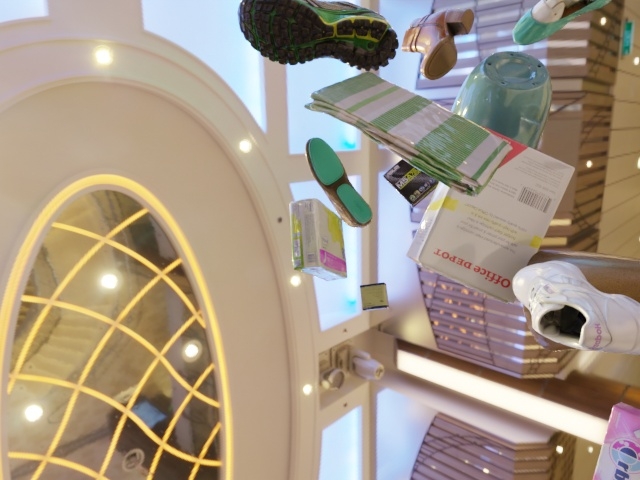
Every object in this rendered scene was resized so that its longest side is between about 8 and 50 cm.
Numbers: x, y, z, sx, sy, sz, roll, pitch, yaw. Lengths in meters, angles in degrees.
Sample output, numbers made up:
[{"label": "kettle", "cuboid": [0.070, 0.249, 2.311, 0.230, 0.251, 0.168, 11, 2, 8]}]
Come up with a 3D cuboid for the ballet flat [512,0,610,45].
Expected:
[{"label": "ballet flat", "cuboid": [0.550, -0.535, 1.079, 0.247, 0.083, 0.087, -27, -22, 4]}]

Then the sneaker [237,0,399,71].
[{"label": "sneaker", "cuboid": [-0.009, -0.456, 1.038, 0.146, 0.344, 0.134, -91, 13, -50]}]

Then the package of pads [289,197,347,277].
[{"label": "package of pads", "cuboid": [0.000, 0.000, 1.562, 0.296, 0.101, 0.229, 30, -127, -67]}]

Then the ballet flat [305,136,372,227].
[{"label": "ballet flat", "cuboid": [0.026, -0.108, 0.958, 0.073, 0.067, 0.206, -30, -93, -22]}]

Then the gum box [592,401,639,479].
[{"label": "gum box", "cuboid": [0.650, 0.451, 0.992, 0.062, 0.107, 0.188, 8, -84, -43]}]

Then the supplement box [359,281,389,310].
[{"label": "supplement box", "cuboid": [0.178, 0.186, 1.575, 0.056, 0.083, 0.083, 32, -129, -71]}]

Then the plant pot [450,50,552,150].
[{"label": "plant pot", "cuboid": [0.546, -0.411, 1.426, 0.293, 0.293, 0.235, -52, -20, -28]}]

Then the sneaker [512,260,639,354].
[{"label": "sneaker", "cuboid": [0.428, 0.109, 0.867, 0.152, 0.305, 0.114, -1, -78, -12]}]

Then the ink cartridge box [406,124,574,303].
[{"label": "ink cartridge box", "cuboid": [0.438, -0.066, 1.275, 0.279, 0.160, 0.384, 24, -88, -3]}]

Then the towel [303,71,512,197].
[{"label": "towel", "cuboid": [0.164, -0.201, 0.842, 0.248, 0.325, 0.038, -40, -24, -48]}]

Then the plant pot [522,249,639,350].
[{"label": "plant pot", "cuboid": [0.614, 0.123, 1.028, 0.237, 0.254, 0.237, 7, -102, -34]}]

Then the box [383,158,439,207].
[{"label": "box", "cuboid": [0.376, -0.256, 1.889, 0.191, 0.184, 0.045, -41, -26, 5]}]

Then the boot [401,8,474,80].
[{"label": "boot", "cuboid": [0.340, -0.634, 1.547, 0.109, 0.220, 0.283, 35, -102, -43]}]
